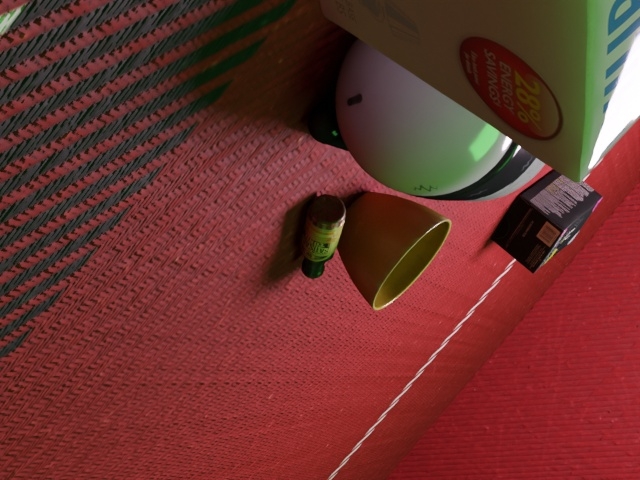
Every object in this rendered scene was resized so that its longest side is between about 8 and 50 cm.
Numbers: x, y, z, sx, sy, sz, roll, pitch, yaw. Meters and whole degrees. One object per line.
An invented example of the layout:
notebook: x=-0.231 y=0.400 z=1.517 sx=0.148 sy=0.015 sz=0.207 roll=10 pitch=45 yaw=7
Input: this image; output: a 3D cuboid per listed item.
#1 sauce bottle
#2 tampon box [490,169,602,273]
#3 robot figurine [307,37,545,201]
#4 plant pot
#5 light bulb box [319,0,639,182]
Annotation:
sauce bottle: x=0.000 y=0.000 z=1.322 sx=0.042 sy=0.042 sz=0.128 roll=-40 pitch=160 yaw=-27
tampon box: x=0.407 y=-0.039 z=2.192 sx=0.161 sy=0.101 sz=0.120 roll=-33 pitch=158 yaw=-45
robot figurine: x=0.121 y=-0.124 z=1.107 sx=0.209 sy=0.173 sz=0.278 roll=-52 pitch=162 yaw=16
plant pot: x=0.072 y=-0.001 z=1.412 sx=0.134 sy=0.095 sz=0.134 roll=-43 pitch=162 yaw=-17
light bulb box: x=0.166 y=-0.295 z=0.649 sx=0.361 sy=0.225 sz=0.358 roll=-44 pitch=151 yaw=-16
